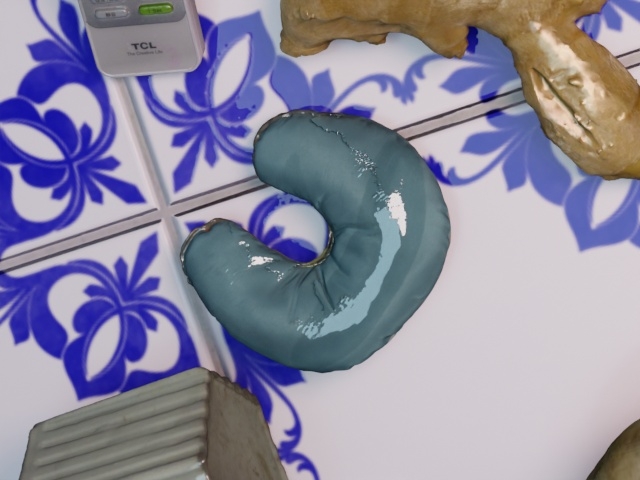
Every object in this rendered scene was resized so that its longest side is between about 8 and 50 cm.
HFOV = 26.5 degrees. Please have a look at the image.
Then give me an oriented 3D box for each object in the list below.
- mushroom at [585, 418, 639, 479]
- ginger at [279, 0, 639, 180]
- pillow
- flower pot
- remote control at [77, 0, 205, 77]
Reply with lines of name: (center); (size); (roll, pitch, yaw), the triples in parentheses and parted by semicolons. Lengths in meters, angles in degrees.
mushroom: (0.347, 0.281, 1.059); (0.352, 0.260, 0.352); (13, 108, 46)
ginger: (0.153, -0.254, 1.110); (0.348, 0.122, 0.363); (13, 114, 1)
pillow: (0.000, 0.000, 1.203); (0.214, 0.086, 0.233); (34, 101, 11)
flower pot: (-0.139, 0.245, 1.201); (0.189, 0.239, 0.209); (-19, 122, 14)
remote control: (-0.172, -0.258, 1.174); (0.103, 0.034, 0.250); (-2, 125, 12)
